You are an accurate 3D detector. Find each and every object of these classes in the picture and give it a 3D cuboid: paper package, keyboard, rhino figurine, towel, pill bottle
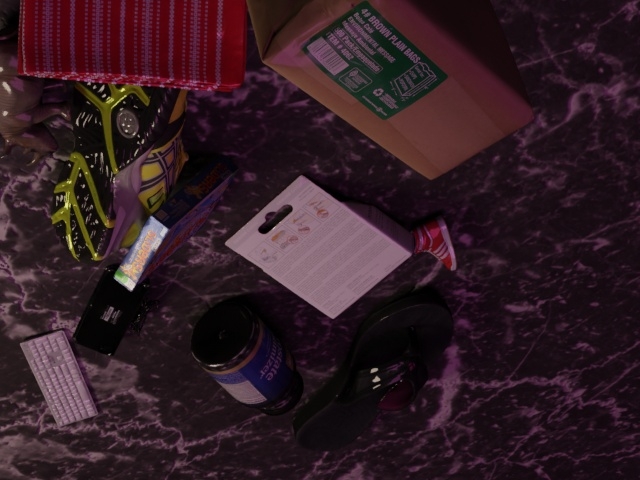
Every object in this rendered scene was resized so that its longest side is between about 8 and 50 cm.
[{"bbox_3d":[0.070,-0.273,1.633,0.168,0.309,0.325,-35,136,23],"label":"paper package"},{"bbox_3d":[-0.431,0.231,2.305,0.072,0.014,0.256,-13,141,-3],"label":"keyboard"},{"bbox_3d":[-0.377,-0.182,1.782,0.106,0.073,0.243,-6,142,-16],"label":"rhino figurine"},{"bbox_3d":[-0.318,0.110,2.194,0.100,0.038,0.192,25,131,-10],"label":"keyboard"},{"bbox_3d":[-0.218,-0.284,1.661,0.275,0.031,0.198,2,101,-18],"label":"towel"},{"bbox_3d":[-0.114,0.202,2.290,0.123,0.122,0.219,-25,141,12],"label":"pill bottle"}]

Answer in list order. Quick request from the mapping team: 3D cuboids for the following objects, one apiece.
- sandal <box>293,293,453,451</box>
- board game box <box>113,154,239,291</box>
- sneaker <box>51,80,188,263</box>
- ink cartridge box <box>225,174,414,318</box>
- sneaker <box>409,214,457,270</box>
[{"bbox_3d":[0.106,0.260,2.443,0.168,0.107,0.445,9,135,-28],"label":"sandal"},{"bbox_3d":[-0.201,-0.026,1.948,0.035,0.201,0.136,39,128,3],"label":"board game box"},{"bbox_3d":[-0.246,-0.143,1.854,0.147,0.145,0.384,-24,152,-47],"label":"sneaker"},{"bbox_3d":[0.000,0.000,2.160,0.232,0.066,0.189,38,120,-21],"label":"ink cartridge box"},{"bbox_3d":[0.179,0.012,2.222,0.067,0.042,0.118,-21,133,1],"label":"sneaker"}]
